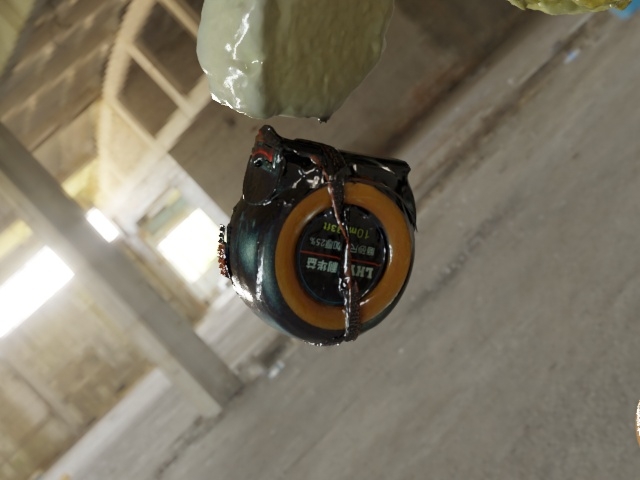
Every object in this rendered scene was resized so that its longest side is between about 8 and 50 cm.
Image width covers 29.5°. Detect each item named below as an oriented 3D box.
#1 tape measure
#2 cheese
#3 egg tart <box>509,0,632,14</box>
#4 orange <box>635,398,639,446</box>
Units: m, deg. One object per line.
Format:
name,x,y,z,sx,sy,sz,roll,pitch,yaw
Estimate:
tape measure,0.000,0.000,1.309,0.135,0.202,0.223,20,101,61
cheese,-0.030,-0.302,1.659,0.326,0.115,0.318,-55,-37,-15
egg tart,0.287,-0.454,1.455,0.388,0.388,0.169,-45,8,-26
orange,0.478,0.196,1.377,0.240,0.171,0.240,-7,10,1
